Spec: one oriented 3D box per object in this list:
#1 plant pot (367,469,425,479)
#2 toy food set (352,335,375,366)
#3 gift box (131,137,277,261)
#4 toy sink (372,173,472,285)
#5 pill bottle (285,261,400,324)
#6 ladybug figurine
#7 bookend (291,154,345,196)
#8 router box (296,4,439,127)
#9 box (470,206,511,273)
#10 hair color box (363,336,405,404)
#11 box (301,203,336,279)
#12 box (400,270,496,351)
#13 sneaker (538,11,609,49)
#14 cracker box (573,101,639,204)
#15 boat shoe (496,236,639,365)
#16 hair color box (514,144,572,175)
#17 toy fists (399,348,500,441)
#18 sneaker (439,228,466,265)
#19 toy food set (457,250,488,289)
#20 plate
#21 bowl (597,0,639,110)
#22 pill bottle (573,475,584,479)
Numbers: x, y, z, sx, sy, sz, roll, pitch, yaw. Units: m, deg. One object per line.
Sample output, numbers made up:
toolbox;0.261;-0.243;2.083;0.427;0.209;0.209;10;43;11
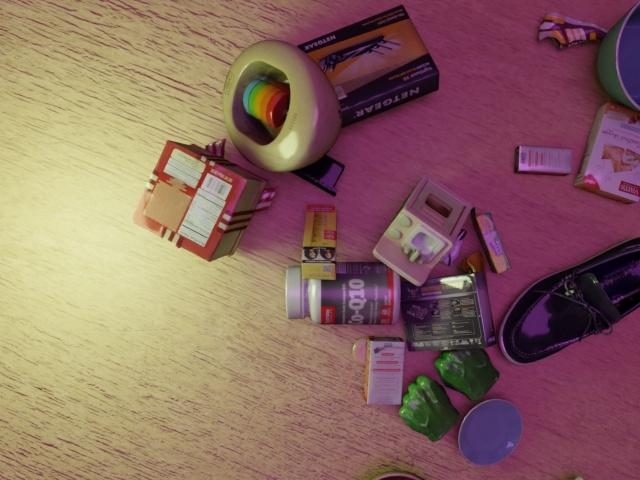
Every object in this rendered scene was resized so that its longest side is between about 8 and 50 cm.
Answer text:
plant pot;0.192;0.697;1.580;0.237;0.110;0.238;0;88;2
toy food set;0.126;0.295;1.645;0.083;0.020;0.083;-1;87;1
gift box;-0.273;-0.113;1.552;0.255;0.258;0.276;32;96;3
toy sink;0.259;-0.031;1.549;0.152;0.131;0.234;35;51;3
pill bottle;0.056;0.135;1.584;0.283;0.161;0.161;0;87;1
ladybug figurine;-0.095;-0.330;1.536;0.161;0.449;0.305;4;117;-40
bookend;0.009;-0.225;1.648;0.156;0.072;0.157;29;87;1
router box;0.121;-0.451;1.617;0.308;0.081;0.243;-22;67;0
box;0.439;-0.005;1.612;0.043;0.105;0.179;-23;87;6
hair color box;0.165;0.338;1.610;0.093;0.053;0.167;3;96;-9
box;0.000;0.000;1.572;0.087;0.232;0.058;2;131;2
box;0.315;0.183;1.566;0.231;0.056;0.183;-13;85;40
sneaker;0.678;-0.548;1.661;0.185;0.069;0.084;18;104;2
cracker box;0.787;-0.229;1.637;0.155;0.067;0.233;18;88;2
boat shoe;0.675;0.151;1.578;0.500;0.156;0.187;-31;89;1
hair color box;0.593;-0.212;1.651;0.141;0.043;0.072;4;87;0
toy fists;0.324;0.378;1.603;0.279;0.096;0.142;-43;100;-2
sneaker;0.358;0.019;1.651;0.043;0.040;0.109;35;92;-14
toy food set;0.391;0.138;1.606;0.071;0.128;0.218;-6;90;25
plate;0.438;0.494;1.606;0.188;0.024;0.188;-3;103;-15
bowl;0.841;-0.466;1.580;0.311;0.163;0.312;-2;99;-10
pill bottle;0.598;0.736;1.545;0.278;0.162;0.162;-44;87;-2
